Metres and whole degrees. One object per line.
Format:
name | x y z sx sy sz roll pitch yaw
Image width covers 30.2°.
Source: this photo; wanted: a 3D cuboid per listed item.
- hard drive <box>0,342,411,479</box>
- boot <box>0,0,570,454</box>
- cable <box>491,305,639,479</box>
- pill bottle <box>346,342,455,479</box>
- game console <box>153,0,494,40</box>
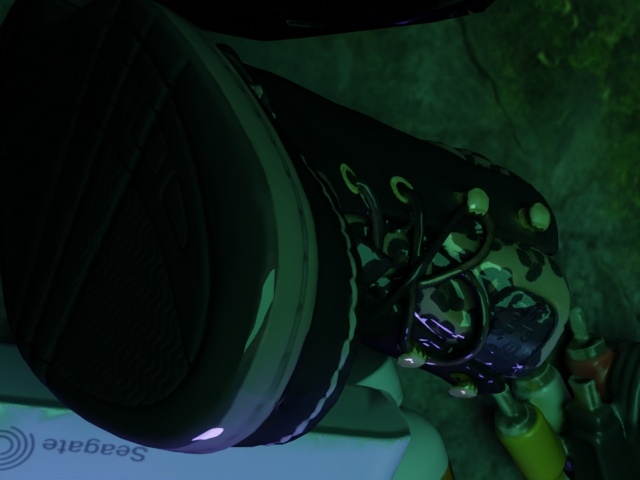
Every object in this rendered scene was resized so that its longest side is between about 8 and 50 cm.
hard drive | -0.120 0.217 0.606 0.233 0.047 0.353 9 116 -23
boot | 0.000 0.000 0.545 0.284 0.377 0.138 19 96 -29
cable | 0.195 0.180 0.824 0.139 0.072 0.287 -35 121 -34
pill bottle | 0.027 0.175 0.699 0.121 0.121 0.216 -22 104 -20
game console | 0.012 -0.265 0.625 0.213 0.044 0.361 8 69 16
